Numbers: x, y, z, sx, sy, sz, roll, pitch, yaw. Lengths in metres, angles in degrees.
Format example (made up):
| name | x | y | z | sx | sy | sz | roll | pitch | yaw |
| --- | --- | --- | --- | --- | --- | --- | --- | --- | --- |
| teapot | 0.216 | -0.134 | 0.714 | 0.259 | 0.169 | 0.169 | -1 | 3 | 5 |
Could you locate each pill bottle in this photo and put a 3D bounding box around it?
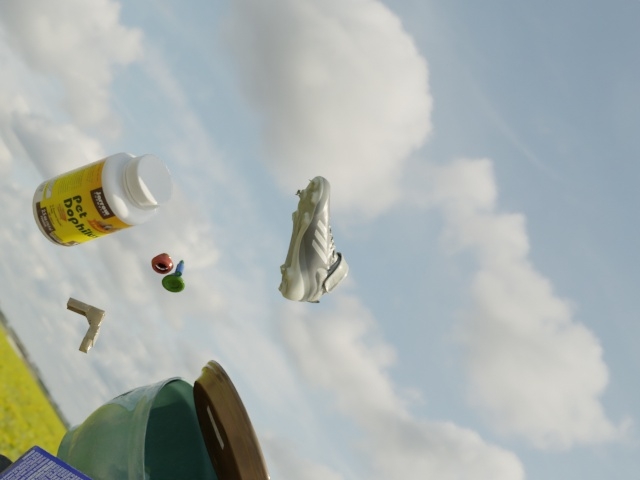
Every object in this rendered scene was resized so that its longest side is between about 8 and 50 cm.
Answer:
| name | x | y | z | sx | sy | sz | roll | pitch | yaw |
| --- | --- | --- | --- | --- | --- | --- | --- | --- | --- |
| pill bottle | -0.340 | -0.068 | 1.736 | 0.215 | 0.117 | 0.117 | -16 | -69 | 30 |

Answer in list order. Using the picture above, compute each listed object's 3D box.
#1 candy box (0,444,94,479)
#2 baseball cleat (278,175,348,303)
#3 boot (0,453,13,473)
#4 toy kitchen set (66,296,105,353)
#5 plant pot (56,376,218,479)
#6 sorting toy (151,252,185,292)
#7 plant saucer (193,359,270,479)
| name | x | y | z | sx | sy | sz | roll | pitch | yaw |
| --- | --- | --- | --- | --- | --- | --- | --- | --- | --- |
| candy box | -0.232 | 0.414 | 1.264 | 0.317 | 0.122 | 0.268 | 21 | -44 | 34 |
| baseball cleat | 0.000 | 0.000 | 1.736 | 0.072 | 0.110 | 0.205 | -128 | -127 | -60 |
| boot | -0.453 | 0.443 | 1.583 | 0.236 | 0.085 | 0.178 | 57 | -38 | 25 |
| toy kitchen set | -0.461 | 0.167 | 2.112 | 0.075 | 0.083 | 0.068 | 23 | -20 | -4 |
| plant pot | -0.310 | 0.380 | 1.815 | 0.293 | 0.196 | 0.293 | -9 | 90 | -72 |
| sorting toy | -0.318 | 0.062 | 2.356 | 0.042 | 0.061 | 0.102 | -79 | 149 | -48 |
| plant saucer | -0.141 | 0.323 | 1.723 | 0.278 | 0.041 | 0.277 | 163 | -90 | -73 |
